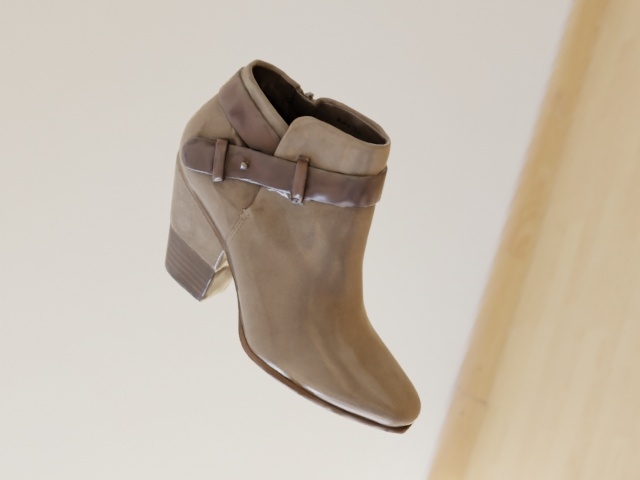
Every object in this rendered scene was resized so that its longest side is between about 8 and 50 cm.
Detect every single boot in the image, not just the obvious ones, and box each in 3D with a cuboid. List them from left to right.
[{"bbox_3d":[0.000,0.000,0.447,0.087,0.118,0.042,-60,-7,30],"label":"boot"}]
